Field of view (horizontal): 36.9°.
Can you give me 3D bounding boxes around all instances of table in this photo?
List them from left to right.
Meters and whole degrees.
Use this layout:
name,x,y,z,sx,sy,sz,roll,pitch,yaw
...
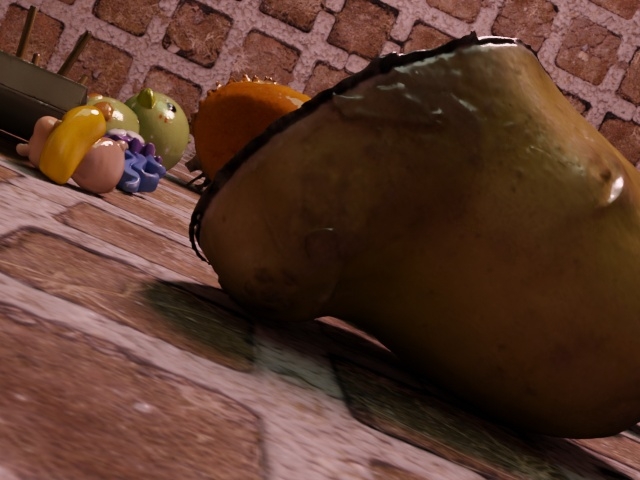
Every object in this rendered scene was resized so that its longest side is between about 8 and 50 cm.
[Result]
name,x,y,z,sx,sy,sz,roll,pitch,yaw
table,-0.339,-0.193,1.176,0.122,0.111,0.240,23,-12,-12

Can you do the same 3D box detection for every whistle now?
name,x,y,z,sx,sy,sz,roll,pitch,yaw
whistle,-0.315,-0.185,1.482,0.141,0.141,0.294,28,6,39

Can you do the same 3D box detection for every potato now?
name,x,y,z,sx,sy,sz,roll,pitch,yaw
potato,0.142,0.032,0.777,0.397,0.290,0.296,-6,54,-43

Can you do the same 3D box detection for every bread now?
name,x,y,z,sx,sy,sz,roll,pitch,yaw
bread,-0.054,-0.138,1.675,0.389,0.236,0.183,25,3,8

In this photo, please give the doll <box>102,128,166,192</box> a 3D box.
name,x,y,z,sx,sy,sz,roll,pitch,yaw
doll,-0.258,-0.104,1.280,0.110,0.067,0.206,13,19,-24

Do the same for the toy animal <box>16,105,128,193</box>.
name,x,y,z,sx,sy,sz,roll,pitch,yaw
toy animal,-0.271,-0.103,1.053,0.082,0.091,0.114,10,-5,39
